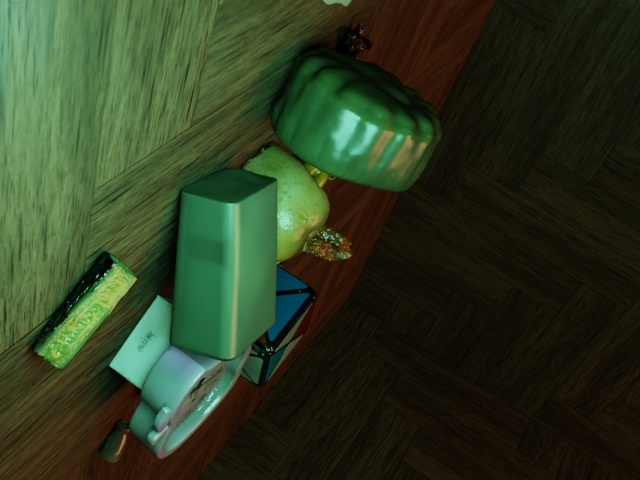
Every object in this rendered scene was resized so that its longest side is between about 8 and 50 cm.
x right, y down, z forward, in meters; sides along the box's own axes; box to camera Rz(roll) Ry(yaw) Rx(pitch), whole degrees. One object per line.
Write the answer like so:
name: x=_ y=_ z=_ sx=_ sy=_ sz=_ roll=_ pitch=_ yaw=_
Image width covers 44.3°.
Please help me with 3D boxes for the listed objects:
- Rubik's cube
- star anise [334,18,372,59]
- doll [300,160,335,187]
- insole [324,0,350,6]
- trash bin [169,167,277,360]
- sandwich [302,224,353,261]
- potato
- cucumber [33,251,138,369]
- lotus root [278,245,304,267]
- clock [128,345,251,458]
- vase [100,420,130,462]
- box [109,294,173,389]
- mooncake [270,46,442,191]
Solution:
Rubik's cube: x=-0.183 y=0.212 z=2.143 sx=0.248 sy=0.246 sz=0.250 roll=-50 pitch=167 yaw=-30
star anise: x=0.068 y=-0.442 z=1.879 sx=0.157 sy=0.053 sz=0.212 roll=-58 pitch=171 yaw=2
doll: x=0.019 y=-0.237 z=2.092 sx=0.221 sy=0.143 sz=0.135 roll=-48 pitch=-164 yaw=-15
insole: x=0.042 y=-0.526 z=1.654 sx=0.065 sy=0.004 sz=0.197 roll=-61 pitch=168 yaw=21
trash bin: x=-0.188 y=0.043 z=1.631 sx=0.223 sy=0.158 sz=0.343 roll=-38 pitch=139 yaw=-59
sandwich: x=-0.012 y=-0.004 z=2.446 sx=0.292 sy=0.212 sz=0.109 roll=24 pitch=85 yaw=-66
potato: x=-0.103 y=-0.065 z=1.808 sx=0.285 sy=0.242 sz=0.242 roll=-49 pitch=167 yaw=-21
cucumber: x=-0.418 y=0.119 z=1.372 sx=0.211 sy=0.062 sz=0.078 roll=-50 pitch=135 yaw=-6
lotus root: x=-0.101 y=-0.022 z=2.137 sx=0.145 sy=0.128 sz=0.260 roll=-45 pitch=155 yaw=-50
clock: x=-0.304 y=0.336 z=1.793 sx=0.338 sy=0.102 sz=0.338 roll=-50 pitch=166 yaw=-17
vase: x=-0.528 y=0.522 z=2.044 sx=0.100 sy=0.053 sz=0.053 roll=-62 pitch=169 yaw=8
box: x=-0.356 y=0.245 z=1.846 sx=0.194 sy=0.111 sz=0.260 roll=-56 pitch=170 yaw=-4
mooncake: x=0.083 y=-0.263 z=1.674 sx=0.356 sy=0.356 sz=0.194 roll=-37 pitch=155 yaw=-61
